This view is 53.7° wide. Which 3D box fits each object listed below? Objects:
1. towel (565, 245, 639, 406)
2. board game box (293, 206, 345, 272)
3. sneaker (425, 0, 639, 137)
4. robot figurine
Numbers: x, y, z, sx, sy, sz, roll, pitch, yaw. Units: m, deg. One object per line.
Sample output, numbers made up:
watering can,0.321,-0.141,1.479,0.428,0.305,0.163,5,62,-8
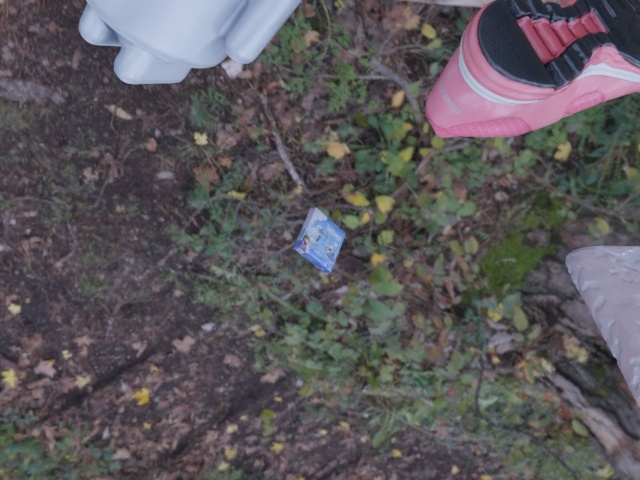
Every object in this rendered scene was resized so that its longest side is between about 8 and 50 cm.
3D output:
towel,0.535,0.121,0.839,0.316,0.332,0.053,-4,131,-2
board game box,0.000,0.000,1.188,0.020,0.090,0.090,-11,139,46
sneaker,0.225,-0.171,0.629,0.313,0.116,0.136,-16,165,-32
robot figurine,-0.145,-0.346,0.728,0.353,0.300,0.199,-47,173,30
